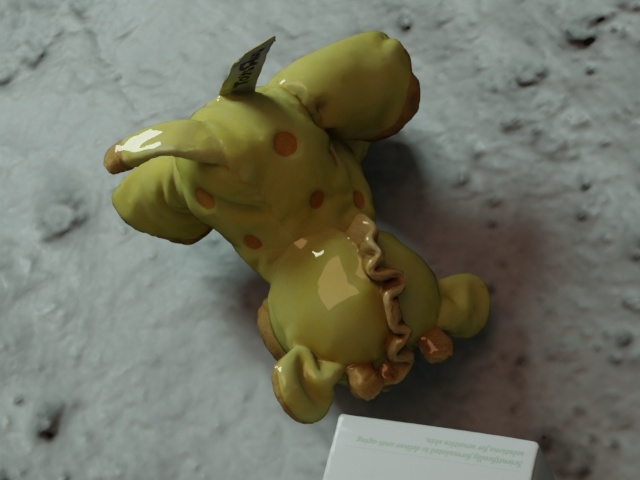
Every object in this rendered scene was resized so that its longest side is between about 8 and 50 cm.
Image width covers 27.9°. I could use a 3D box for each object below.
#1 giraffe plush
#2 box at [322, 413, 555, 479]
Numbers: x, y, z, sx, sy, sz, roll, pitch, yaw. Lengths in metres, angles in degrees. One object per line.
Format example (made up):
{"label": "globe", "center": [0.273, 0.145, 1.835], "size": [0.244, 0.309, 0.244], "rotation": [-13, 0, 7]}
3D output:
{"label": "giraffe plush", "center": [0.000, 0.000, 0.675], "size": [0.181, 0.210, 0.170], "rotation": [-29, 86, -2]}
{"label": "box", "center": [0.053, 0.148, 0.606], "size": [0.101, 0.087, 0.102], "rotation": [6, 65, 21]}
